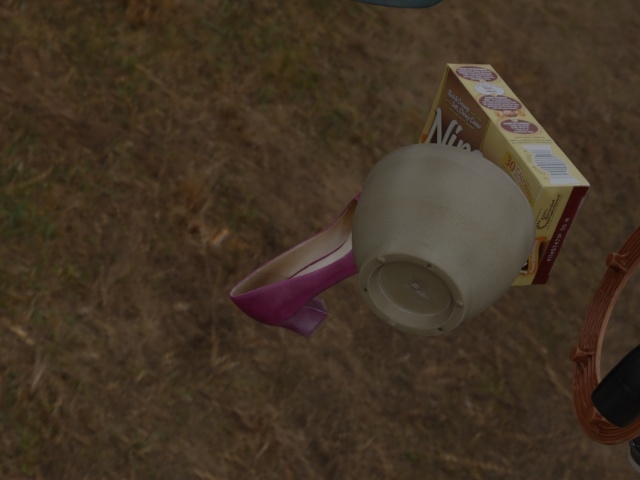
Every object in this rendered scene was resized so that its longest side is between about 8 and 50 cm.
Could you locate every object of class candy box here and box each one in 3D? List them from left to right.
[{"bbox_3d":[0.258,-0.103,1.792,0.087,0.183,0.316,-1,40,-25],"label":"candy box"}]

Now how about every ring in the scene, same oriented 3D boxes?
[{"bbox_3d":[0.403,0.096,1.536,0.032,0.337,0.337,23,36,-11],"label":"ring"}]

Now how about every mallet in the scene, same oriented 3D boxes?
[{"bbox_3d":[0.265,0.114,0.947,0.039,0.062,0.189,51,18,25],"label":"mallet"}]

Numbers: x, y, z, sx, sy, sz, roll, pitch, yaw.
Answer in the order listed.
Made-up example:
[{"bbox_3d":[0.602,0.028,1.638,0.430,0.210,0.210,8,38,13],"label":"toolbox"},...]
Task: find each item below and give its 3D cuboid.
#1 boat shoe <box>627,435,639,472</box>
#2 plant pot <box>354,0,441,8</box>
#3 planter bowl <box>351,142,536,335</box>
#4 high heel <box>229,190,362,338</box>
[{"bbox_3d":[0.599,0.328,1.704,0.335,0.096,0.112,19,42,19],"label":"boat shoe"},{"bbox_3d":[0.029,-0.250,0.719,0.290,0.195,0.290,11,20,-4],"label":"plant pot"},{"bbox_3d":[0.095,0.012,1.048,0.162,0.162,0.109,33,47,-4],"label":"planter bowl"},{"bbox_3d":[0.000,0.000,1.413,0.117,0.244,0.082,27,21,-29],"label":"high heel"}]
